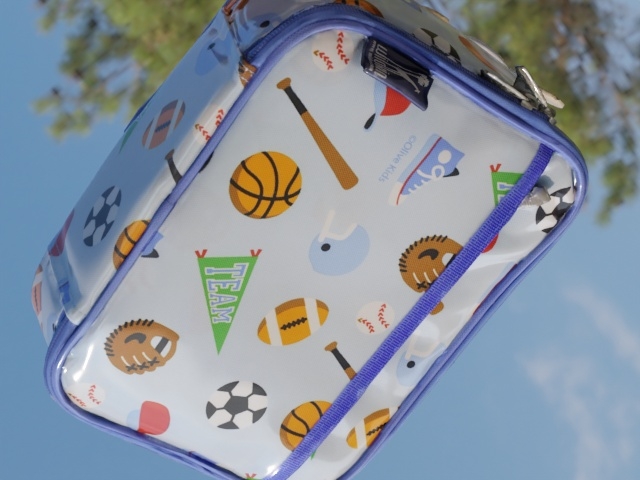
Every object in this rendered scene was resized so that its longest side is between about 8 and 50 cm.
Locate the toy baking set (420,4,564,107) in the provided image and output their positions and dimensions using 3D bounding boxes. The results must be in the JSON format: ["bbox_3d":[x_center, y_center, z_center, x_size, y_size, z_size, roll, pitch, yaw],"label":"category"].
[{"bbox_3d":[0.057,-0.163,1.186,0.256,0.030,0.197,30,-178,-28],"label":"toy baking set"}]

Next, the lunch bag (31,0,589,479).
[{"bbox_3d":[0.000,0.000,0.894,0.243,0.303,0.115,30,-160,-29],"label":"lunch bag"}]
